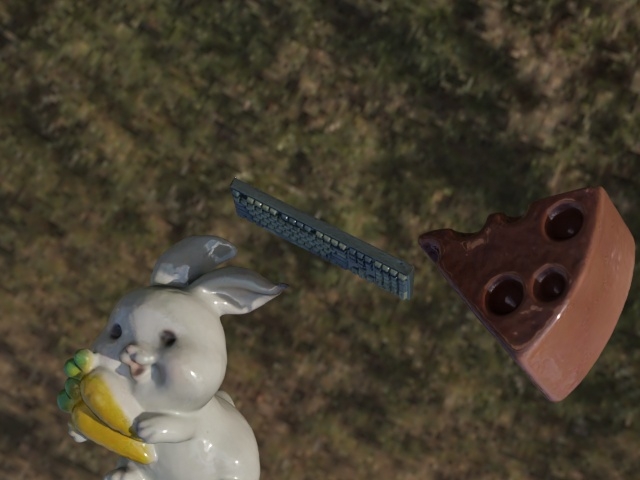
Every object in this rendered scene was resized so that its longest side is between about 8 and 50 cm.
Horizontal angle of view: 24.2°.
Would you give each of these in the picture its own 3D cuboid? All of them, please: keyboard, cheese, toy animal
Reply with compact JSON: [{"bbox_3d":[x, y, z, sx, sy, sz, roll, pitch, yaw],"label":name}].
[{"bbox_3d":[0.001,-0.001,1.274,0.176,0.014,0.055,27,159,15],"label":"keyboard"},{"bbox_3d":[0.232,0.030,1.502,0.128,0.177,0.203,47,-175,-47],"label":"cheese"},{"bbox_3d":[-0.165,0.167,1.757,0.182,0.247,0.310,8,113,45],"label":"toy animal"}]
